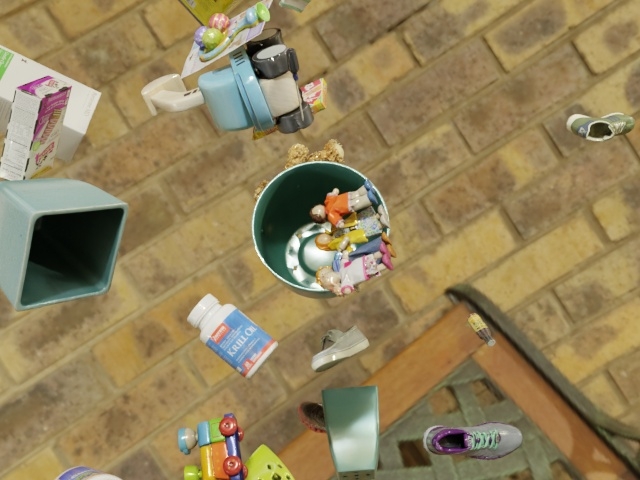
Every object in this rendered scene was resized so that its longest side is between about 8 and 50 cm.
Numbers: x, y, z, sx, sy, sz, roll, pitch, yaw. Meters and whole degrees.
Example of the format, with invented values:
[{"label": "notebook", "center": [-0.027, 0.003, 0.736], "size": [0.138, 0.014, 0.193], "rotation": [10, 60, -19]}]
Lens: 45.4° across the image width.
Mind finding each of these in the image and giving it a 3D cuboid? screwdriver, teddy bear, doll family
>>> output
[{"label": "screwdriver", "center": [-0.048, -0.333, 1.646], "size": [0.025, 0.170, 0.024], "rotation": [6, 39, 29]}, {"label": "teddy bear", "center": [-0.055, -0.145, 2.065], "size": [0.338, 0.113, 0.245], "rotation": [-47, -34, -18]}, {"label": "doll family", "center": [0.059, 0.020, 1.480], "size": [0.163, 0.118, 0.263], "rotation": [-24, 48, 17]}]

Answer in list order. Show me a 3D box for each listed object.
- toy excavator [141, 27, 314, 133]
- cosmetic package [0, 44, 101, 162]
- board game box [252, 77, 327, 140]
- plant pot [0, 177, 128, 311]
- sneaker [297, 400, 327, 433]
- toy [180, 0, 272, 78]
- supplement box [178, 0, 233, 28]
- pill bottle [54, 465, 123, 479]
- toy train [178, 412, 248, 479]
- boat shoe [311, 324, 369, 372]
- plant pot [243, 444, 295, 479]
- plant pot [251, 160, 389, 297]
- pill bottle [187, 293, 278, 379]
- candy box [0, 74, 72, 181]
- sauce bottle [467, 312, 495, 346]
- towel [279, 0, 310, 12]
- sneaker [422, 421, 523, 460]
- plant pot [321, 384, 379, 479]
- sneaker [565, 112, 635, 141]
[{"label": "toy excavator", "center": [-0.286, -0.421, 2.157], "size": [0.444, 0.222, 0.433], "rotation": [-20, 33, -1]}, {"label": "cosmetic package", "center": [-0.857, -0.406, 2.236], "size": [0.155, 0.365, 0.197], "rotation": [-46, 30, 43]}, {"label": "board game box", "center": [-0.100, -0.392, 2.300], "size": [0.259, 0.039, 0.124], "rotation": [-23, 41, 24]}, {"label": "plant pot", "center": [-0.637, -0.024, 1.767], "size": [0.247, 0.252, 0.248], "rotation": [-10, -53, -50]}, {"label": "sneaker", "center": [0.026, 0.566, 2.435], "size": [0.276, 0.135, 0.097], "rotation": [21, 52, 41]}, {"label": "toy", "center": [-0.215, -0.450, 1.642], "size": [0.237, 0.056, 0.137], "rotation": [-16, 44, 30]}, {"label": "supplement box", "center": [-0.259, -0.729, 2.018], "size": [0.194, 0.195, 0.356], "rotation": [-48, 14, -16]}, {"label": "pill bottle", "center": [-0.561, 0.621, 1.822], "size": [0.152, 0.152, 0.272], "rotation": [-34, 11, -33]}, {"label": "toy train", "center": [-0.237, 0.521, 1.698], "size": [0.143, 0.248, 0.105], "rotation": [-11, -28, 0]}, {"label": "boat shoe", "center": [0.035, 0.255, 1.844], "size": [0.079, 0.081, 0.227], "rotation": [-38, -13, 29]}, {"label": "plant pot", "center": [-0.155, 0.698, 1.923], "size": [0.228, 0.207, 0.227], "rotation": [-40, -20, -45]}, {"label": "plant pot", "center": [0.000, 0.000, 1.726], "size": [0.293, 0.293, 0.235], "rotation": [-33, -14, -9]}, {"label": "pill bottle", "center": [-0.227, 0.240, 1.941], "size": [0.124, 0.221, 0.124], "rotation": [-51, -5, -6]}, {"label": "candy box", "center": [-0.687, -0.265, 1.841], "size": [0.159, 0.071, 0.234], "rotation": [-68, 1, -65]}, {"label": "sauce bottle", "center": [0.483, 0.268, 2.288], "size": [0.042, 0.042, 0.128], "rotation": [-33, 36, 0]}, {"label": "towel", "center": [-0.046, -0.768, 2.358], "size": [0.152, 0.023, 0.113], "rotation": [-40, -17, 31]}, {"label": "sneaker", "center": [0.340, 0.442, 1.663], "size": [0.223, 0.083, 0.098], "rotation": [-3, -10, -5]}, {"label": "plant pot", "center": [0.095, 0.566, 2.213], "size": [0.165, 0.234, 0.166], "rotation": [-5, -32, 1]}, {"label": "sneaker", "center": [0.724, -0.279, 1.933], "size": [0.192, 0.064, 0.086], "rotation": [-2, 31, -15]}]
